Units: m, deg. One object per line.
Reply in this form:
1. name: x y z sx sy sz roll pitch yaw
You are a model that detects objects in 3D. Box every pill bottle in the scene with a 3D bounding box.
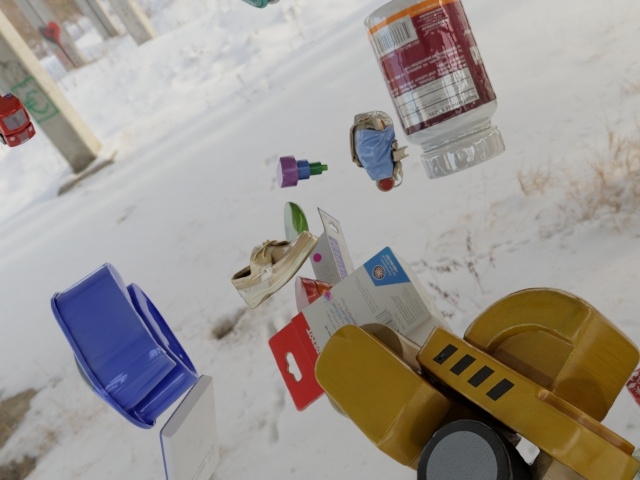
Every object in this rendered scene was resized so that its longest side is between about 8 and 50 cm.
1. pill bottle: 0.265 -0.353 1.494 0.224 0.392 0.224 -21 7 3

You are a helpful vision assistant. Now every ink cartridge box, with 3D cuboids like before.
1. ink cartridge box: 0.051 0.135 0.940 0.231 0.078 0.134 -38 52 12
2. ink cartridge box: 0.051 0.117 1.514 0.069 0.371 0.176 -19 -15 14

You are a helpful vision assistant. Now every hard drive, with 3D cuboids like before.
1. hard drive: -0.328 0.530 1.691 0.040 0.318 0.210 13 35 16

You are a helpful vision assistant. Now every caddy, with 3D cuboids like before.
1. caddy: -0.400 0.211 1.305 0.179 0.241 0.341 -39 61 -5

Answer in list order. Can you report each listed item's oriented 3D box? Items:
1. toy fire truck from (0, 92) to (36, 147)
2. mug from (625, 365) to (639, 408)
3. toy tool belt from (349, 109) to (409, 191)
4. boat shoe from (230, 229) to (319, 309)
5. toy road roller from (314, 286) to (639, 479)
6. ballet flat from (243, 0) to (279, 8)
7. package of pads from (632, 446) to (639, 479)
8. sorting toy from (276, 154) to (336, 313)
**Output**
1. toy fire truck: -0.476 -0.224 0.900 0.192 0.135 0.047 35 59 21
2. mug: 0.784 0.313 1.494 0.169 0.113 0.150 -32 -11 13
3. toy tool belt: 0.056 -0.079 0.620 0.052 0.083 0.051 -16 22 0
4. boat shoe: -0.065 0.031 0.837 0.170 0.059 0.063 -42 7 44
5. toy road roller: 0.178 0.154 0.705 0.240 0.202 0.329 -57 37 -2
6. ballet flat: -0.192 -0.439 0.832 0.139 0.400 0.139 -58 -4 -7
7. package of pads: 0.473 0.251 0.703 0.296 0.229 0.101 -30 20 -22
8. sorting toy: 0.000 0.000 1.350 0.126 0.365 0.127 -8 -6 -14
